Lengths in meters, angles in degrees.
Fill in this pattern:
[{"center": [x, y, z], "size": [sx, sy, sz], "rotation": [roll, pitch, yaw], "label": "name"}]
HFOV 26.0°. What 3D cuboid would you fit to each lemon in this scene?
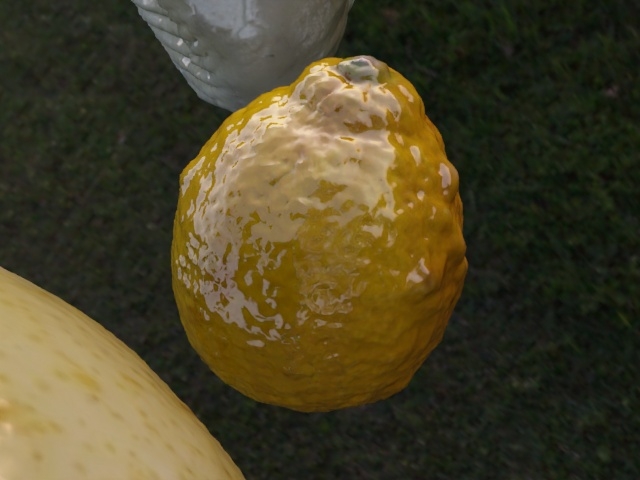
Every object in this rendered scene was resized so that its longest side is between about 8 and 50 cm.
[{"center": [0.000, 0.000, 0.658], "size": [0.142, 0.142, 0.187], "rotation": [35, 125, 40], "label": "lemon"}]

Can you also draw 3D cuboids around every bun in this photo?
[{"center": [-0.059, -0.210, 0.942], "size": [0.160, 0.259, 0.259], "rotation": [-31, 51, -7], "label": "bun"}]

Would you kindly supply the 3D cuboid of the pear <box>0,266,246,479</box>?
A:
[{"center": [-0.142, 0.151, 0.395], "size": [0.309, 0.309, 0.309], "rotation": [-15, 59, 26], "label": "pear"}]
